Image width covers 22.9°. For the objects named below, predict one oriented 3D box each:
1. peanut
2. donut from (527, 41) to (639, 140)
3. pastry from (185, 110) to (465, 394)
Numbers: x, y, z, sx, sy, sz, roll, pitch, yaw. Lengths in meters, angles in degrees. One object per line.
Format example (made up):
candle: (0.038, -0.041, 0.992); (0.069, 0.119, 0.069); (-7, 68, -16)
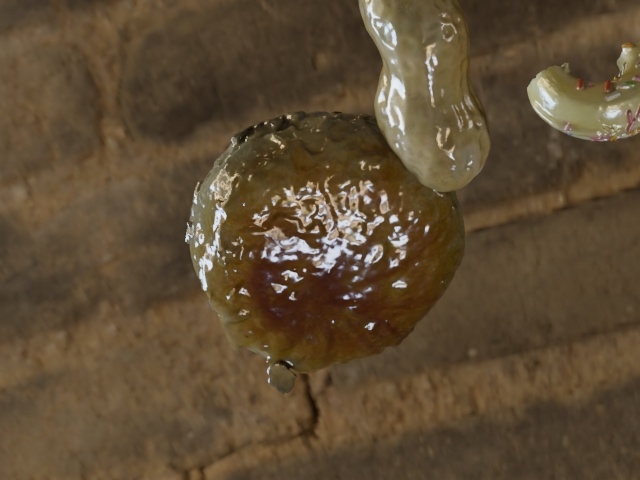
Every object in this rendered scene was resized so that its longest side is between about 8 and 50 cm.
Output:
peanut: (0.102, -0.172, 1.598); (0.117, 0.263, 0.101); (-1, -153, 23)
donut: (0.323, -0.167, 1.779); (0.166, 0.065, 0.108); (-14, -131, -3)
pastry: (0.000, 0.000, 1.744); (0.329, 0.330, 0.136); (-18, -144, 2)
